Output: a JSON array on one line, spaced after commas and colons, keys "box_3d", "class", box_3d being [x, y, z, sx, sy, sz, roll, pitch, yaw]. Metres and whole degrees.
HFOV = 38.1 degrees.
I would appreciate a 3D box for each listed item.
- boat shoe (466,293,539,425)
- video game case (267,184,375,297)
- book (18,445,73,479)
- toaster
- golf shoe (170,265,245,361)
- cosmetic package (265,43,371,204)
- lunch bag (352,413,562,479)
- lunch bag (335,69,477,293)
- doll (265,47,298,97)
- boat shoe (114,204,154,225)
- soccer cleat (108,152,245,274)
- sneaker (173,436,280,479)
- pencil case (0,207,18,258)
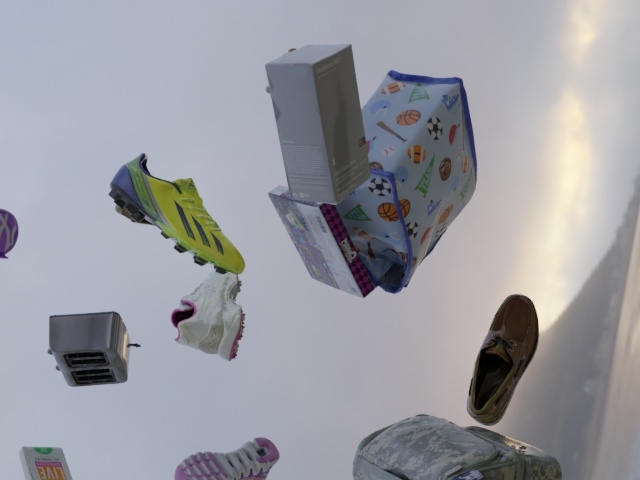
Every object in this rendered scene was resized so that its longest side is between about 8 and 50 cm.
[{"box_3d": [0.400, 0.250, 2.015, 0.104, 0.111, 0.307, 51, -126, -61], "class": "boat shoe"}, {"box_3d": [0.000, 0.000, 1.939, 0.042, 0.210, 0.232, -37, -64, -21], "class": "video game case"}, {"box_3d": [-0.590, 0.510, 2.012, 0.096, 0.144, 0.035, 12, -60, -41], "class": "book"}, {"box_3d": [-0.517, 0.246, 2.116, 0.168, 0.186, 0.110, 90, 176, -53], "class": "toaster"}, {"box_3d": [-0.231, 0.127, 1.885, 0.306, 0.140, 0.115, -108, 29, -64], "class": "golf shoe"}, {"box_3d": [-0.001, -0.193, 1.518, 0.127, 0.107, 0.238, -41, -50, -46], "class": "cosmetic package"}, {"box_3d": [0.224, 0.426, 1.594, 0.256, 0.305, 0.212, 11, -91, -27], "class": "lunch bag"}, {"box_3d": [0.179, -0.116, 1.999, 0.328, 0.239, 0.385, -51, -41, -27], "class": "lunch bag"}, {"box_3d": [-0.042, -0.297, 1.800, 0.189, 0.129, 0.046, 96, 165, -60], "class": "doll"}, {"box_3d": [-0.353, -0.055, 1.903, 0.056, 0.048, 0.153, -52, -33, 11], "class": "boat shoe"}, {"box_3d": [-0.239, -0.048, 1.634, 0.121, 0.289, 0.093, -53, -8, -12], "class": "soccer cleat"}, {"box_3d": [-0.202, 0.506, 1.993, 0.236, 0.095, 0.104, -8, -51, -30], "class": "sneaker"}, {"box_3d": [-0.613, -0.014, 1.620, 0.086, 0.206, 0.088, 10, -97, -48], "class": "pencil case"}]
